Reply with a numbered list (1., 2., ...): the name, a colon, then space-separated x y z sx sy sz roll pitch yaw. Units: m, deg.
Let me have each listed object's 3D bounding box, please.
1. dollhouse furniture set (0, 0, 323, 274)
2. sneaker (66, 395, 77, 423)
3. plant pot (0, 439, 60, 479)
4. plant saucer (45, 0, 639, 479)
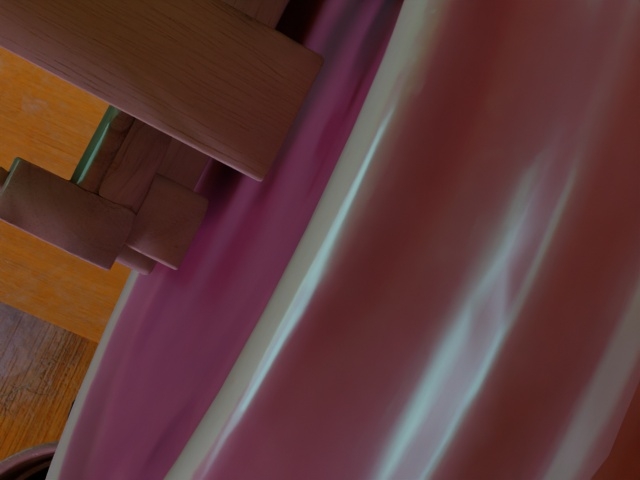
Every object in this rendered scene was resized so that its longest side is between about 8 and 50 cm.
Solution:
1. dollhouse furniture set: -0.065 -0.077 0.474 0.144 0.123 0.151 -63 12 -1
2. sneaker: -0.106 0.125 1.295 0.276 0.135 0.098 -78 10 -77
3. plant pot: -0.119 0.187 1.016 0.165 0.167 0.167 31 -98 -87
4. plant saucer: 0.010 0.010 0.474 0.332 0.084 0.332 -57 14 22
